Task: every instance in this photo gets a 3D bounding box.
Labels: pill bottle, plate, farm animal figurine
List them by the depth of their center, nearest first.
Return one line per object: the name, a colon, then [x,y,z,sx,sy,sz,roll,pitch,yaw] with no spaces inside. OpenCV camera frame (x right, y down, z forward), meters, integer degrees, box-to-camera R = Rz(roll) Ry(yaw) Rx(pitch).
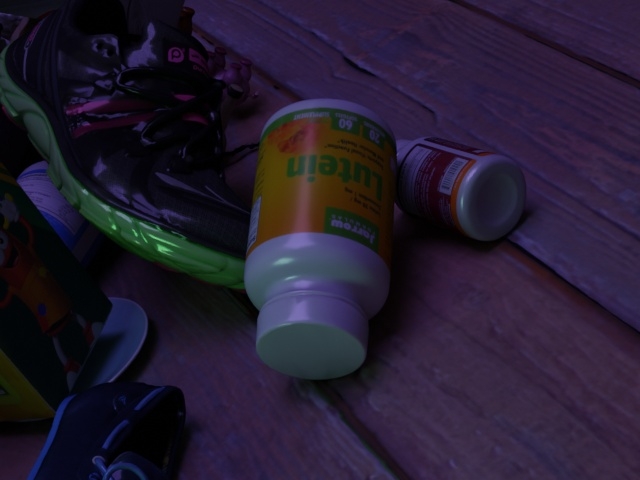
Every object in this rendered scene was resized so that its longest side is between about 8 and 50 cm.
pill bottle: [0.000,0.000,1.447,0.136,0.136,0.246,-12,52,22]
pill bottle: [0.125,-0.056,1.526,0.086,0.086,0.152,-39,33,-21]
plate: [-0.259,0.128,1.593,0.188,0.024,0.188,-20,30,12]
pill bottle: [-0.310,-0.013,1.749,0.124,0.124,0.221,-9,33,26]
farm animal figurine: [-0.257,-0.189,1.923,0.326,0.172,0.330,11,24,-19]

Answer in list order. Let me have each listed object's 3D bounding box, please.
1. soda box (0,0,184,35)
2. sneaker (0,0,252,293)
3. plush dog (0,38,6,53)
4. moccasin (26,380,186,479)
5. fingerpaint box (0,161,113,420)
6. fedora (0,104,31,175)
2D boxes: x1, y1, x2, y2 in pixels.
soda box: [-0.302,-0.315,1.817,0.286,0.098,0.091,6,27,-32]
sneaker: [-0.184,-0.121,1.632,0.202,0.185,0.483,-51,56,10]
plush dog: [-0.437,-0.112,1.746,0.210,0.225,0.262,-27,-19,34]
moccasin: [-0.176,0.215,1.289,0.116,0.138,0.342,-16,32,8]
fingerpaint box: [-0.498,0.018,1.553,0.444,0.371,0.163,-9,41,32]
fedora: [-0.479,-0.137,2.022,0.275,0.243,0.124,5,72,45]
